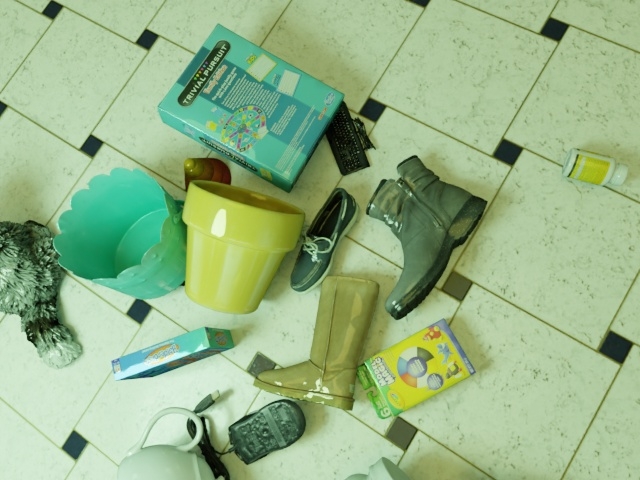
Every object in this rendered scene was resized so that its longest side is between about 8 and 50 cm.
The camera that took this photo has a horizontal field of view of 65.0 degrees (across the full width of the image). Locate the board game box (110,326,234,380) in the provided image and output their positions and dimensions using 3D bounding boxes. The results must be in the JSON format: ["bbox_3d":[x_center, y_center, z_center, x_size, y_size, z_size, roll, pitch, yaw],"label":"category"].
[{"bbox_3d":[-0.311,0.245,1.085,0.210,0.160,0.047,-21,75,5],"label":"board game box"}]

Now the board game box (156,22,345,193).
[{"bbox_3d":[-0.153,-0.302,1.148,0.336,0.079,0.254,30,74,0],"label":"board game box"}]

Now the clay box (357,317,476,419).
[{"bbox_3d":[0.193,0.272,1.051,0.222,0.053,0.127,-29,74,1],"label":"clay box"}]

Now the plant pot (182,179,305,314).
[{"bbox_3d":[-0.185,0.018,1.080,0.254,0.254,0.239,20,100,13],"label":"plant pot"}]

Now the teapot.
[{"bbox_3d":[-0.281,0.509,0.995,0.187,0.256,0.252,-16,39,-17],"label":"teapot"}]

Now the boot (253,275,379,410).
[{"bbox_3d":[-0.006,0.210,1.087,0.236,0.089,0.269,7,72,17],"label":"boot"}]

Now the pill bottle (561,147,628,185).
[{"bbox_3d":[0.590,-0.155,1.080,0.116,0.065,0.065,18,80,13],"label":"pill bottle"}]

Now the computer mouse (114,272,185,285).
[{"bbox_3d":[-0.388,0.082,1.198,0.242,0.041,0.071,-10,76,8],"label":"computer mouse"}]

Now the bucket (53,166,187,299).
[{"bbox_3d":[-0.418,-0.008,1.127,0.281,0.183,0.281,-6,66,14],"label":"bucket"}]

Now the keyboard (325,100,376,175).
[{"bbox_3d":[0.065,-0.257,1.205,0.100,0.038,0.192,-21,75,4],"label":"keyboard"}]

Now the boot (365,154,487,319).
[{"bbox_3d":[0.185,-0.010,1.100,0.222,0.118,0.338,34,73,18],"label":"boot"}]

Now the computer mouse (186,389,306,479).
[{"bbox_3d":[-0.161,0.389,1.081,0.262,0.060,0.184,-37,78,11],"label":"computer mouse"}]

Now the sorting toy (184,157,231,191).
[{"bbox_3d":[-0.276,-0.283,1.222,0.127,0.126,0.365,5,78,11],"label":"sorting toy"}]

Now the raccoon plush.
[{"bbox_3d":[-0.717,0.072,1.120,0.446,0.299,0.216,43,86,15],"label":"raccoon plush"}]

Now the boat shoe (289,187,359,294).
[{"bbox_3d":[0.000,0.000,1.120,0.095,0.079,0.254,29,82,38],"label":"boat shoe"}]

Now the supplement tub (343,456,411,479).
[{"bbox_3d":[0.065,0.584,0.904,0.325,0.235,0.235,-44,74,-3],"label":"supplement tub"}]
